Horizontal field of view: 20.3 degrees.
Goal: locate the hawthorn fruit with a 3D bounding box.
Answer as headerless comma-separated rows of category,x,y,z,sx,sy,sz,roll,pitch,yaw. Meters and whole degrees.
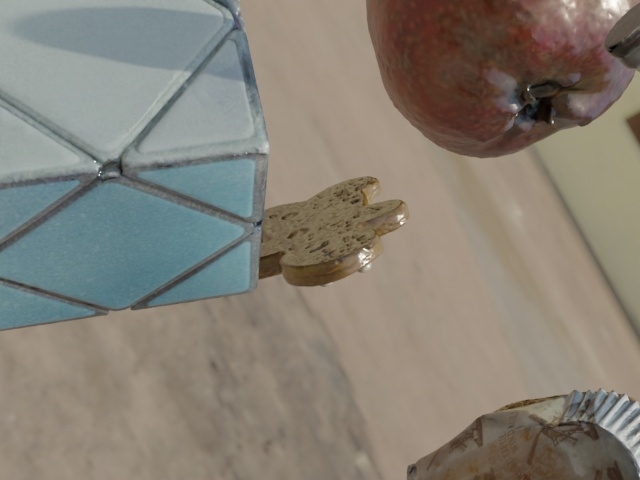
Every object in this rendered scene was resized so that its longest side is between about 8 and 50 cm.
hawthorn fruit,0.161,-0.268,1.804,0.369,0.284,0.285,61,11,17

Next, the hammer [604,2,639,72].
hammer,0.311,-0.216,1.199,0.152,0.044,0.427,40,52,-16

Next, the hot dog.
hot dog,0.161,0.201,1.398,0.075,0.268,0.144,-15,79,-50

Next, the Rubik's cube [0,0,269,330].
Rubik's cube,-0.152,-0.082,1.203,0.205,0.205,0.207,97,-16,-60

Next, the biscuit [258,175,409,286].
biscuit,0.000,0.001,1.346,0.205,0.138,0.031,-127,-162,-75
